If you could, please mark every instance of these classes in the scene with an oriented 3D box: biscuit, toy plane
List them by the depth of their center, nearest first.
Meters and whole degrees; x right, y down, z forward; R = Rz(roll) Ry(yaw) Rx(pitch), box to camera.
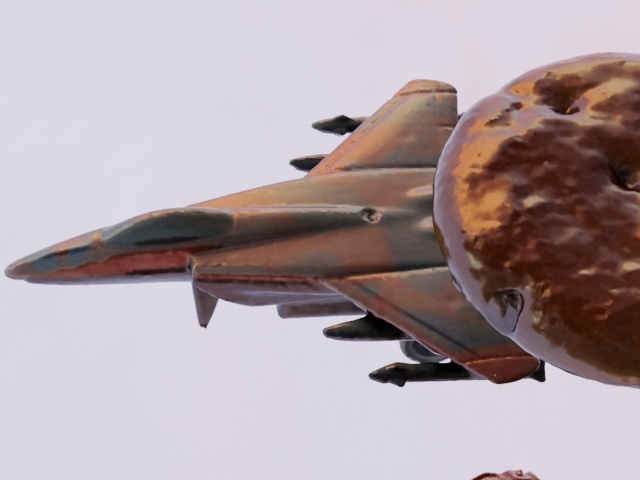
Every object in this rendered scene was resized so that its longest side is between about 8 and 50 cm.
[{"bbox_3d":[0.155,-0.017,0.874,0.212,0.212,0.036,-49,-25,-36],"label":"biscuit"},{"bbox_3d":[0.001,0.005,0.990,0.104,0.326,0.223,80,178,-48],"label":"toy plane"}]

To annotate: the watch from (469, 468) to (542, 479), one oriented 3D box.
[{"bbox_3d":[0.163,0.218,0.997,0.165,0.268,0.102,0,-68,-48],"label":"watch"}]
